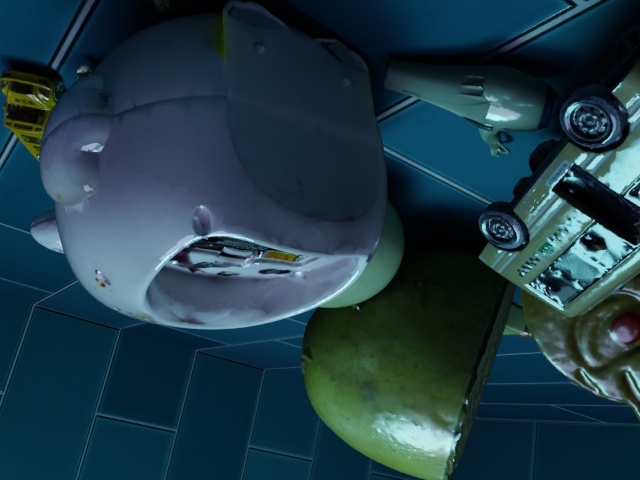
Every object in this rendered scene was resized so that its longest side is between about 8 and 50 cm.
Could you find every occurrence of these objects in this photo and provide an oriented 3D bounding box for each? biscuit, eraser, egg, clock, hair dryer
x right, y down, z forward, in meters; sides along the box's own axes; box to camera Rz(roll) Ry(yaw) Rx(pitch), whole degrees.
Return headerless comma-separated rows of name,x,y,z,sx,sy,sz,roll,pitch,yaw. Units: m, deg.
biscuit,0.429,0.080,0.745,0.394,0.350,0.070,2,-172,15
eraser,0.337,0.167,1.419,0.117,0.058,0.172,25,156,-35
egg,0.000,0.000,0.951,0.254,0.188,0.188,6,161,37
clock,-0.123,-0.034,0.714,0.368,0.250,0.377,10,154,-39
hair dryer,0.147,-0.143,0.714,0.167,0.067,0.199,20,175,2

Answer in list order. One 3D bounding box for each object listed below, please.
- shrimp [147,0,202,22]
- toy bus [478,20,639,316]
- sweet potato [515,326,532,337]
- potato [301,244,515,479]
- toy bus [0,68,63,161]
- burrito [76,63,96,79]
shrimp,-0.128,-0.259,0.536,0.133,0.053,0.236,-13,152,7
toy bus,0.270,-0.054,0.601,0.157,0.139,0.289,38,148,11
sweet potato,0.450,0.194,1.460,0.179,0.044,0.044,-2,156,34
potato,0.134,0.178,1.122,0.320,0.385,0.442,16,173,16
toy bus,-0.368,-0.158,0.880,0.070,0.074,0.162,12,162,2
burrito,-0.218,-0.113,0.929,0.117,0.076,0.392,12,159,14
